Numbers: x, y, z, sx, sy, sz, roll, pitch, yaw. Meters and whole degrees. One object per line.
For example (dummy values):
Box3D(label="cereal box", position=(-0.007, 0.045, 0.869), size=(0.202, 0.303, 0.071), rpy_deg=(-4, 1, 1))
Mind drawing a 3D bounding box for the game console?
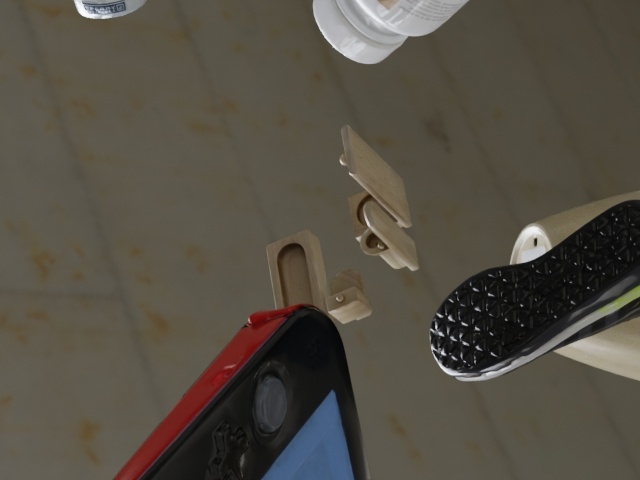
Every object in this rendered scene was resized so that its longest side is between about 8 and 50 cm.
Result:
Box3D(label="game console", position=(-0.040, 0.272, 1.220), size=(0.342, 0.060, 0.386), rpy_deg=(-52, -45, -56))

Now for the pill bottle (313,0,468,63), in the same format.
Box3D(label="pill bottle", position=(0.097, -0.282, 1.718), size=(0.131, 0.229, 0.131), rpy_deg=(21, -130, -28))

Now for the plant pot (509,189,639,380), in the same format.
Box3D(label="plant pot", position=(0.353, 0.048, 1.848), size=(0.274, 0.256, 0.256), rpy_deg=(2, -127, -16))

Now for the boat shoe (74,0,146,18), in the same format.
Box3D(label="boat shoe", position=(-0.130, -0.224, 1.140), size=(0.183, 0.065, 0.083), rpy_deg=(-83, -11, -57))

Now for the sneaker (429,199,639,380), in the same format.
Box3D(label="sneaker", position=(0.195, 0.053, 1.300), size=(0.097, 0.235, 0.084), rpy_deg=(28, -137, -45))

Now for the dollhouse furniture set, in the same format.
Box3D(label="dollhouse furniture set", position=(0.000, 0.000, 1.665), size=(0.123, 0.151, 0.144), rpy_deg=(42, -148, -52))
